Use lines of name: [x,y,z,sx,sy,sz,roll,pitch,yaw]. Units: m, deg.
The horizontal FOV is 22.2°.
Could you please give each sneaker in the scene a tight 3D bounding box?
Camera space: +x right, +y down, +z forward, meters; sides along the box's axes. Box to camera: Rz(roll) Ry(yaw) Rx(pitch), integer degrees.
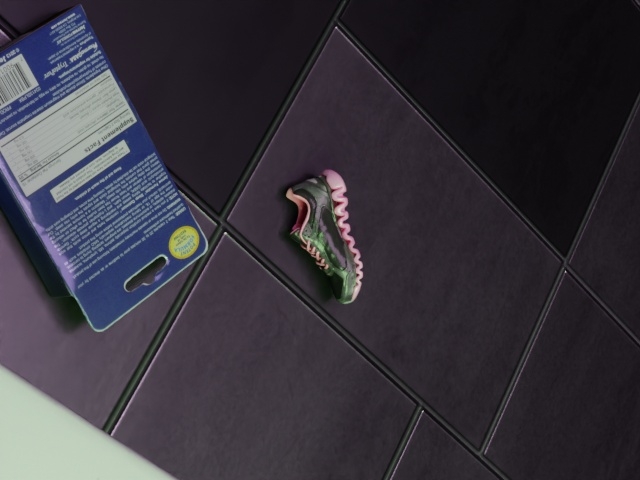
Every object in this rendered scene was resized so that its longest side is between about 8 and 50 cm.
sneaker: [0.000,0.000,1.431,0.057,0.047,0.119,-14,91,-25]

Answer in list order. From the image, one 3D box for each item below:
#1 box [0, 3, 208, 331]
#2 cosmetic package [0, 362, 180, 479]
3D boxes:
box: [-0.190,-0.054,1.273,0.136,0.036,0.225,-39,109,-35]
cosmetic package: [-0.336,0.205,0.935,0.394,0.329,0.327,39,63,-30]
